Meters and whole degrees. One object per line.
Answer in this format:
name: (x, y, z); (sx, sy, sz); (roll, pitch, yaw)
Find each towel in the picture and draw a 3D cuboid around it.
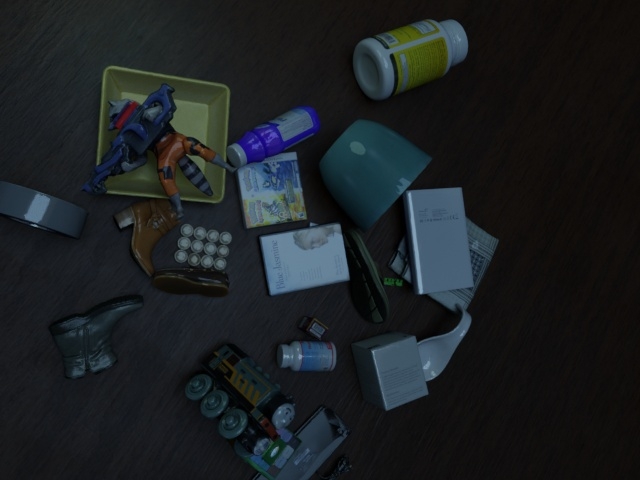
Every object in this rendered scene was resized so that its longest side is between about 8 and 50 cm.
towel: (0.408, 0.042, 1.880); (0.324, 0.056, 0.312); (34, 76, -15)

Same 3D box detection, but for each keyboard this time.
keyboard: (-0.032, 0.655, 1.690); (0.317, 0.033, 0.201); (-42, 95, -17)

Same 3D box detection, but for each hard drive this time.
hard drive: (0.370, -0.002, 1.824); (0.210, 0.040, 0.319); (-5, 87, -24)

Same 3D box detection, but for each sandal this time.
sandal: (0.148, 0.104, 1.749); (0.086, 0.120, 0.303); (-18, 91, -43)

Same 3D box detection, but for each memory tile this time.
memory tile: (-0.327, 0.020, 1.622); (0.147, 0.012, 0.113); (13, 83, -20)

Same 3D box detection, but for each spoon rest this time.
spoon rest: (0.374, 0.322, 1.816); (0.137, 0.084, 0.276); (43, 84, -17)

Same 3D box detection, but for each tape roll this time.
tape roll: (-0.674, -0.070, 1.384); (0.219, 0.219, 0.072); (19, 81, -19)

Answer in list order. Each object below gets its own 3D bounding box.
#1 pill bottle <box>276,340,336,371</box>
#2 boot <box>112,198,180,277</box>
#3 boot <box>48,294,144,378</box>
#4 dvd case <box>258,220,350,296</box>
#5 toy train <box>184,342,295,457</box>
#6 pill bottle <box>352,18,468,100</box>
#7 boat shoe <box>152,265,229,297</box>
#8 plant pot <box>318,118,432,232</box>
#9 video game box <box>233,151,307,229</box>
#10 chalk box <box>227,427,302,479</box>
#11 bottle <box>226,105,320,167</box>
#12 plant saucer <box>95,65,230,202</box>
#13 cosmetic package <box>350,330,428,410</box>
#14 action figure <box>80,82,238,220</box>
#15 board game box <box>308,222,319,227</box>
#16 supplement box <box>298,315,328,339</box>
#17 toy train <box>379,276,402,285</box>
pill bottle: (-0.041, 0.333, 1.674); (0.160, 0.087, 0.087); (5, 85, -21)
boot: (-0.442, -0.015, 1.551); (0.152, 0.073, 0.197); (-26, 99, -24)
boot: (-0.555, 0.247, 1.497); (0.246, 0.083, 0.161); (-21, 102, -15)
dvd case: (-0.046, 0.052, 1.704); (0.252, 0.022, 0.181); (-10, 92, -13)
toy train: (-0.209, 0.404, 1.493); (0.190, 0.334, 0.142); (-42, 131, -20)
pill bottle: (0.283, -0.569, 1.796); (0.333, 0.188, 0.188); (-24, 96, -20)
boat shoe: (-0.352, 0.106, 1.584); (0.206, 0.073, 0.073); (12, 45, -23)
plant pot: (0.138, -0.206, 1.680); (0.235, 0.293, 0.293); (42, 73, 2)
video game box: (-0.146, -0.146, 1.684); (0.187, 0.048, 0.205); (-10, 90, -19)
chalk box: (-0.151, 0.536, 1.552); (0.132, 0.213, 0.132); (44, 73, -13)
bottle: (-0.134, -0.291, 1.636); (0.282, 0.118, 0.092); (-33, 115, -30)
plant saucer: (-0.423, -0.274, 1.567); (0.332, 0.081, 0.333); (4, 86, -21)
cosmetic package: (0.203, 0.382, 1.730); (0.151, 0.151, 0.184); (-13, 92, -22)
action figure: (-0.426, -0.209, 1.468); (0.341, 0.178, 0.330); (-40, 95, 9)
board game box: (0.000, 0.000, 1.744); (0.090, 0.020, 0.090); (14, 82, -19)
supplement box: (-0.022, 0.254, 1.687); (0.055, 0.083, 0.043); (38, 75, -15)
toy train: (0.220, 0.130, 1.823); (0.083, 0.017, 0.024); (8, 95, -20)
